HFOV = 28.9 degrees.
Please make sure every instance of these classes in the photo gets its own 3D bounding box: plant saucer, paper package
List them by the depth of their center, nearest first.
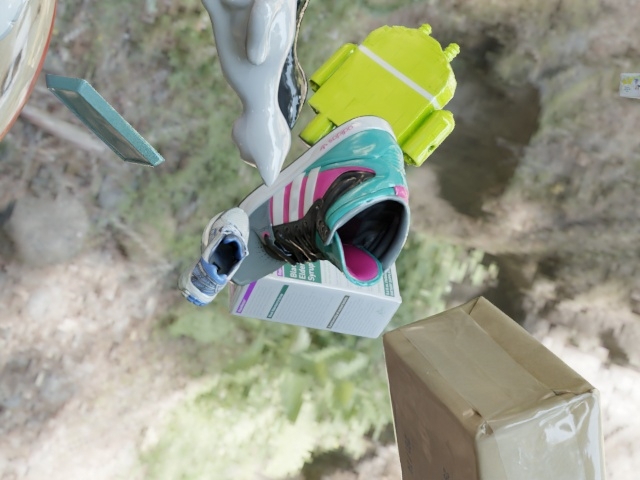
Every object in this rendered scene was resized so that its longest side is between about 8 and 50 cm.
[{"bbox_3d":[0.218,0.280,1.559,0.309,0.168,0.324,-134,-149,-62],"label":"paper package"},{"bbox_3d":[-0.271,-0.147,1.563,0.192,0.067,0.018,47,61,-53],"label":"plant saucer"}]

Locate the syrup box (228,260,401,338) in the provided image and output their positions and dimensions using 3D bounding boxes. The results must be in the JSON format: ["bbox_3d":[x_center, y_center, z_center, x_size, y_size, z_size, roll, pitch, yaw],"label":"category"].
[{"bbox_3d":[-0.012,0.063,1.807,0.093,0.237,0.096,-96,-154,-42],"label":"syrup box"}]

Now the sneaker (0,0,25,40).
[{"bbox_3d":[-0.382,-0.169,1.167,0.111,0.129,0.297,33,-78,52],"label":"sneaker"}]

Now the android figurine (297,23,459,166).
[{"bbox_3d":[0.097,-0.223,1.922,0.273,0.248,0.056,-48,151,-6],"label":"android figurine"}]

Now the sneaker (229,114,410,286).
[{"bbox_3d":[0.000,0.000,1.529,0.295,0.124,0.178,-42,-136,20],"label":"sneaker"}]

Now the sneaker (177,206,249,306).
[{"bbox_3d":[-0.094,0.009,1.269,0.058,0.052,0.135,-37,-159,39],"label":"sneaker"}]

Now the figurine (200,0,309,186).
[{"bbox_3d":[-0.053,-0.184,1.273,0.215,0.092,0.209,-77,164,-58],"label":"figurine"}]

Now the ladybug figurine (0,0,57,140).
[{"bbox_3d":[-0.474,-0.234,1.533,0.449,0.305,0.162,-65,163,-7],"label":"ladybug figurine"}]

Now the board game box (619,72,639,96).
[{"bbox_3d":[0.413,-0.168,1.382,0.154,0.103,0.026,-4,99,-52],"label":"board game box"}]
